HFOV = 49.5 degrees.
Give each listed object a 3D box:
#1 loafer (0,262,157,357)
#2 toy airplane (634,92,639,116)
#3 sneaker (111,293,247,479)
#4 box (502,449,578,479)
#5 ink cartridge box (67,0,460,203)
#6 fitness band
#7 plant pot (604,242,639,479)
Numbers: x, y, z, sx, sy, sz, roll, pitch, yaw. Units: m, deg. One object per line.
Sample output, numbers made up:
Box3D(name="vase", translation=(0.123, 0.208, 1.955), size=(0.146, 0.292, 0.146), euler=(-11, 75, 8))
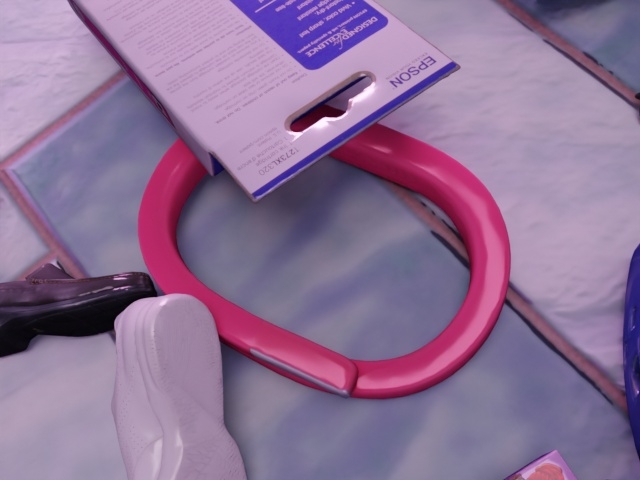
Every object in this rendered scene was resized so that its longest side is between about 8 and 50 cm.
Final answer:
Box3D(name="loafer", translation=(-0.212, 0.044, 0.544), size=(0.170, 0.062, 0.061), euler=(-12, 63, 2))
Box3D(name="toy airplane", translation=(0.325, -0.114, 0.535), size=(0.151, 0.028, 0.151), euler=(-1, 88, 21))
Box3D(name="sneaker", translation=(-0.110, 0.146, 0.488), size=(0.094, 0.080, 0.212), euler=(-11, 81, 42))
Box3D(name="box", translation=(0.074, 0.288, 0.405), size=(0.293, 0.057, 0.201), euler=(-31, 68, -5))
Box3D(name="ink cartridge box", translation=(-0.074, -0.175, 0.571), size=(0.176, 0.069, 0.371), euler=(-35, 56, -12))
Box3D(name="fitness band", translation=(0.000, 0.000, 0.538), size=(0.291, 0.054, 0.209), euler=(25, 71, 15))
Box3D(name="plant pot", translation=(0.288, 0.100, 0.362), size=(0.236, 0.236, 0.212), euler=(17, 77, 14))
